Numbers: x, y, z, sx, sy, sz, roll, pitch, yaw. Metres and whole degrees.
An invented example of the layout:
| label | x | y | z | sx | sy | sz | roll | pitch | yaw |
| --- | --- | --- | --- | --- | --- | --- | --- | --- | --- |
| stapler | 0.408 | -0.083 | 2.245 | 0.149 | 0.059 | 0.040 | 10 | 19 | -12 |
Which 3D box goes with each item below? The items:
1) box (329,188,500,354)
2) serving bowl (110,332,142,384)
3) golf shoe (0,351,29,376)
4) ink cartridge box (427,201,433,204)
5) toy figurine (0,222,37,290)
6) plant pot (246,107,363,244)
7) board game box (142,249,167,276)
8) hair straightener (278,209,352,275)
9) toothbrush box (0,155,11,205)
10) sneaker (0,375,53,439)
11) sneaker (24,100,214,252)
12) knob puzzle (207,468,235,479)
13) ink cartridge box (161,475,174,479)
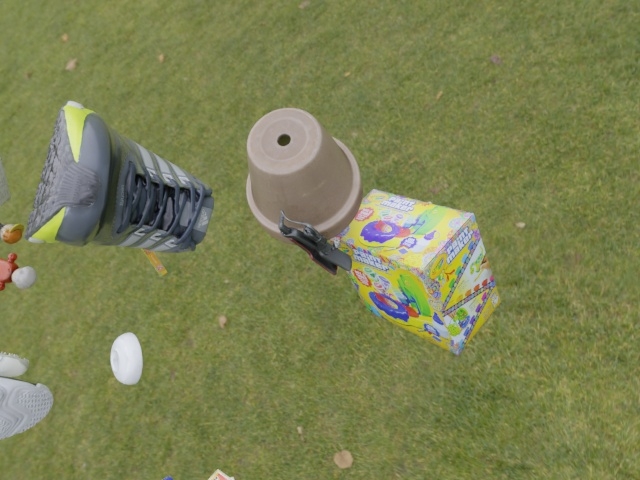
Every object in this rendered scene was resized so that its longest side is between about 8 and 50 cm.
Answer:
| label | x | y | z | sx | sy | sz | roll | pitch | yaw |
| --- | --- | --- | --- | --- | --- | --- | --- | --- | --- |
| box | 0.214 | 0.062 | 1.221 | 0.177 | 0.279 | 0.290 | -44 | 37 | -21 |
| serving bowl | -0.314 | 0.190 | 0.854 | 0.083 | 0.027 | 0.083 | 0 | 90 | 48 |
| golf shoe | -0.593 | 0.237 | 0.911 | 0.069 | 0.176 | 0.086 | -42 | 55 | 34 |
| ink cartridge box | 0.307 | -0.017 | 1.819 | 0.218 | 0.158 | 0.092 | -22 | 13 | 12 |
| toy figurine | -0.809 | 0.064 | 1.290 | 0.148 | 0.209 | 0.213 | 16 | 32 | 10 |
| plant pot | -0.052 | -0.147 | 1.113 | 0.263 | 0.229 | 0.263 | -4 | 69 | 10 |
| board game box | -0.610 | 0.012 | 1.844 | 0.039 | 0.259 | 0.124 | -35 | 58 | -12 |
| hair straightener | 0.000 | 0.000 | 1.102 | 0.089 | 0.230 | 0.047 | -17 | 48 | 33 |
| toothbrush box | -0.800 | -0.179 | 1.086 | 0.283 | 0.206 | 0.122 | 37 | 56 | -4 |
| sneaker | -0.493 | 0.177 | 0.692 | 0.153 | 0.268 | 0.101 | 42 | 103 | 37 |
| sneaker | -0.156 | -0.040 | 0.466 | 0.121 | 0.300 | 0.111 | 15 | 92 | -9 |
| knob puzzle | -0.373 | 0.891 | 1.848 | 0.213 | 0.030 | 0.213 | -22 | 24 | 11 |
| ink cartridge box | -0.275 | 0.677 | 1.071 | 0.395 | 0.270 | 0.151 | 23 | 35 | 38 |
